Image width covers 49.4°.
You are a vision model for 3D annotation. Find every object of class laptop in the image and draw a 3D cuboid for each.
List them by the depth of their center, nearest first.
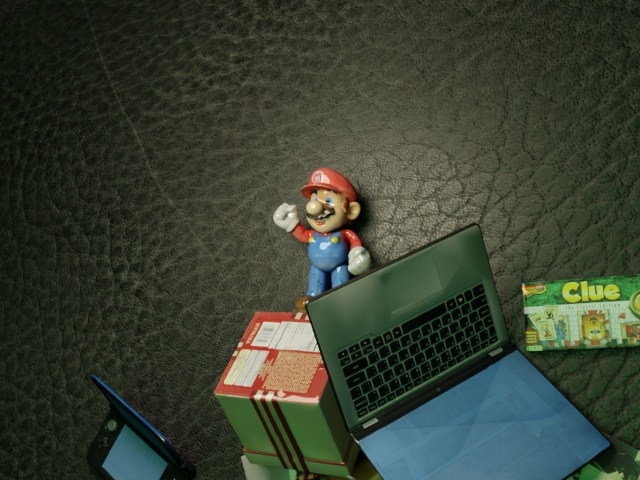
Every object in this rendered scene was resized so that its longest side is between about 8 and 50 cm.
[{"bbox_3d":[0.239,0.231,1.197,0.236,0.382,0.407,12,122,64],"label":"laptop"}]

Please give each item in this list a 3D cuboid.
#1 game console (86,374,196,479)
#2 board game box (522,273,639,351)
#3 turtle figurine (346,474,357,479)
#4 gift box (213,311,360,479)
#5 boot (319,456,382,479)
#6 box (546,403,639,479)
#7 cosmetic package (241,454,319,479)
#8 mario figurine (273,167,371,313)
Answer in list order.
[{"bbox_3d":[-0.455,0.494,1.626,0.293,0.173,0.250,31,93,29],"label":"game console"},{"bbox_3d":[0.516,0.137,1.306,0.260,0.030,0.136,-7,73,25],"label":"board game box"},{"bbox_3d":[0.124,0.608,1.278,0.266,0.274,0.197,18,52,7],"label":"turtle figurine"},{"bbox_3d":[-0.047,0.301,1.389,0.276,0.258,0.255,2,41,29],"label":"gift box"},{"bbox_3d":[0.142,0.404,1.384,0.283,0.109,0.220,1,80,24],"label":"boot"},{"bbox_3d":[0.431,0.433,1.218,0.322,0.058,0.232,25,67,27],"label":"box"},{"bbox_3d":[-0.066,0.547,1.463,0.127,0.107,0.238,-24,66,19],"label":"cosmetic package"},{"bbox_3d":[0.000,0.000,1.509,0.198,0.170,0.320,0,85,-8],"label":"mario figurine"}]
